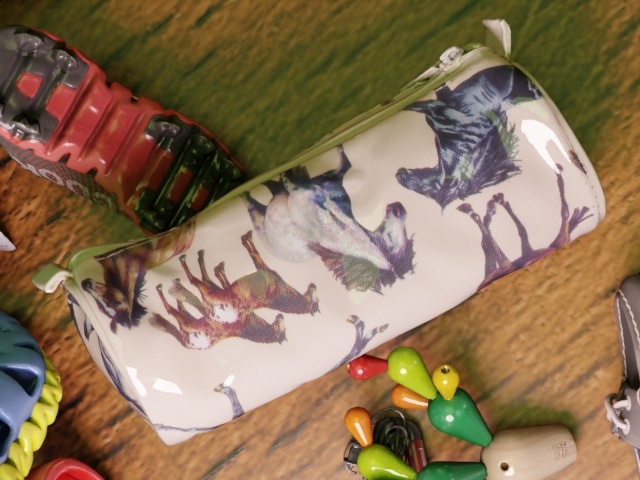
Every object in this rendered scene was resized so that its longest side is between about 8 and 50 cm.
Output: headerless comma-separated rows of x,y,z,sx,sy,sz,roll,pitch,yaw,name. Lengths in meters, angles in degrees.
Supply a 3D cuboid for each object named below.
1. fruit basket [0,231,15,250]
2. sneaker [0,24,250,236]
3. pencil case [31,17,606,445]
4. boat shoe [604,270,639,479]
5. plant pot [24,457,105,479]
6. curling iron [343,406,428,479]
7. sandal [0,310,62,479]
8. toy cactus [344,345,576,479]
-0.440,-0.062,1.350,0.353,0.327,0.165,12,76,10,fruit basket
-0.168,-0.074,1.423,0.276,0.135,0.098,34,81,-16,sneaker
0.000,0.000,1.328,0.410,0.160,0.184,-28,96,-6,pencil case
0.270,0.192,1.349,0.095,0.112,0.335,-19,90,2,boat shoe
-0.239,0.286,1.382,0.174,0.191,0.191,-23,86,16,plant pot
0.076,0.270,1.409,0.068,0.035,0.274,-14,86,-4,curling iron
-0.282,0.131,1.329,0.126,0.317,0.138,-32,115,9,sandal
0.115,0.177,1.360,0.180,0.112,0.219,-14,80,-20,toy cactus
